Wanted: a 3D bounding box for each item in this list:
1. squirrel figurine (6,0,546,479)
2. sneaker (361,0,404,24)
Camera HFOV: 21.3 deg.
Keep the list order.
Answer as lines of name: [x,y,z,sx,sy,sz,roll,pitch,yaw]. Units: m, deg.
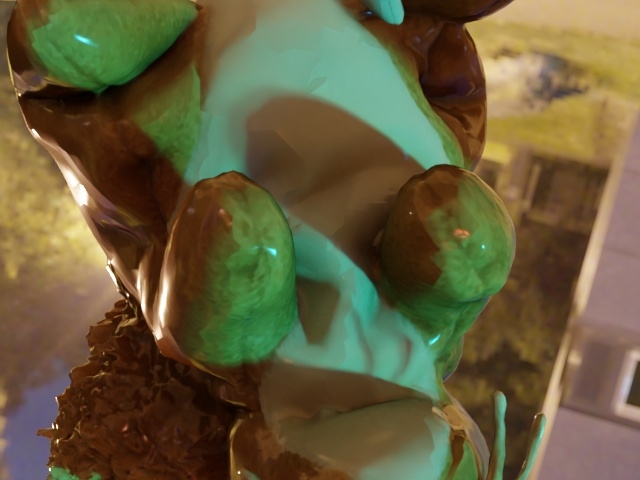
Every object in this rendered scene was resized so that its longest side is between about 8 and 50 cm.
squirrel figurine: [-0.010,0.065,0.949,0.281,0.370,0.397,-13,167,-21]
sneaker: [0.078,-0.191,0.737,0.121,0.099,0.262,45,138,-11]
